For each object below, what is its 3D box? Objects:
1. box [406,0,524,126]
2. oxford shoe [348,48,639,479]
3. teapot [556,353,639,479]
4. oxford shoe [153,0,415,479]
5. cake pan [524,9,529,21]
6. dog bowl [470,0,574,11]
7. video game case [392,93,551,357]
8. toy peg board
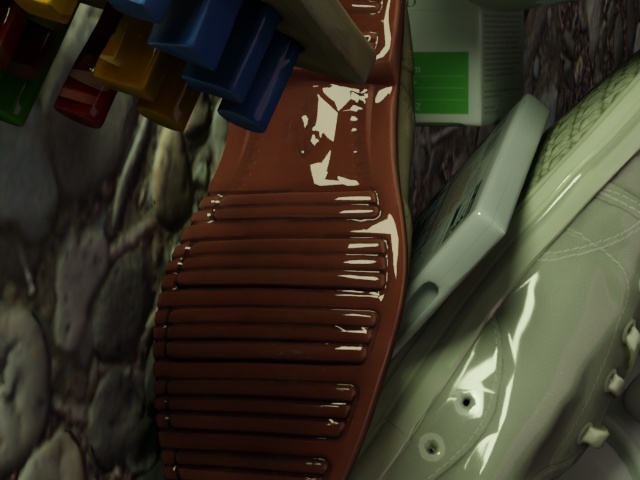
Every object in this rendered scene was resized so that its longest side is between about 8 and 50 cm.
[{"bbox_3d":[0.065,-0.114,1.156,0.102,0.101,0.087,-14,105,-69],"label":"box"},{"bbox_3d":[0.120,0.053,1.070,0.449,0.130,0.169,-54,-178,-19],"label":"oxford shoe"},{"bbox_3d":[0.139,0.164,1.173,0.187,0.253,0.256,25,65,-76],"label":"teapot"},{"bbox_3d":[0.000,0.000,0.979,0.130,0.123,0.348,54,44,-68],"label":"oxford shoe"},{"bbox_3d":[0.102,-0.260,1.307,0.293,0.054,0.293,3,90,-69],"label":"cake pan"},{"bbox_3d":[0.093,-0.287,1.062,0.349,0.102,0.348,40,39,-43],"label":"dog bowl"},{"bbox_3d":[0.055,0.017,1.066,0.183,0.023,0.201,-50,-176,25],"label":"video game case"},{"bbox_3d":[-0.085,-0.085,0.700,0.079,0.161,0.161,-67,155,-9],"label":"toy peg board"}]
